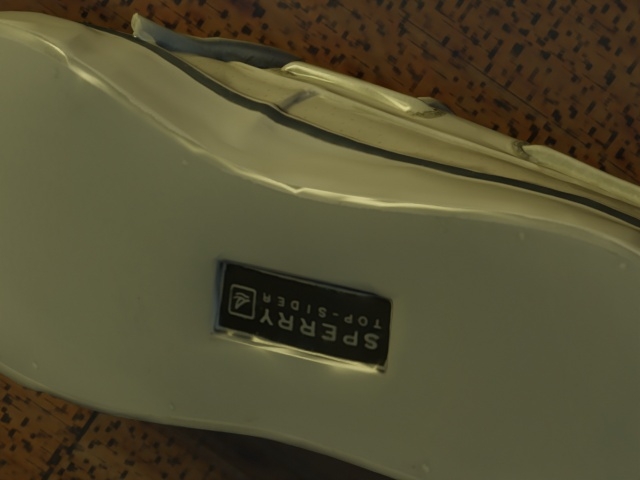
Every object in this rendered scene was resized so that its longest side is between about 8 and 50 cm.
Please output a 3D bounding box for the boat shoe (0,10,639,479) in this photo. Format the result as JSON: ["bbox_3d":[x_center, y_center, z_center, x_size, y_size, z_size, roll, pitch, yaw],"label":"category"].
[{"bbox_3d":[0.002,-0.008,0.684,0.367,0.156,0.136,14,106,31],"label":"boat shoe"}]
